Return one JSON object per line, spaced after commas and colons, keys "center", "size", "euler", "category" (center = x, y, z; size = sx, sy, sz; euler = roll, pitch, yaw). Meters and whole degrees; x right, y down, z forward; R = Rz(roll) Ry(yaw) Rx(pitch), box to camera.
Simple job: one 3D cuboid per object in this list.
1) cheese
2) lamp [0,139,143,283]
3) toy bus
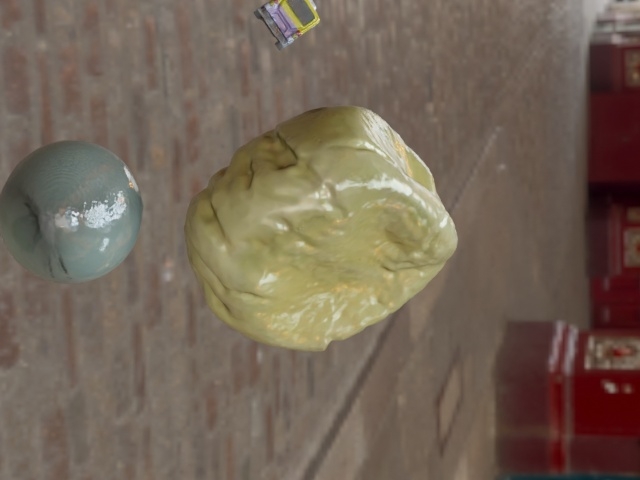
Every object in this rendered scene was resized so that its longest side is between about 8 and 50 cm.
{"center": [0.000, 0.000, 1.040], "size": [0.226, 0.214, 0.117], "euler": [45, 13, -44], "category": "cheese"}
{"center": [-0.180, -0.020, 0.895], "size": [0.105, 0.105, 0.105], "euler": [-1, 90, -74], "category": "lamp"}
{"center": [-0.033, -0.232, 1.277], "size": [0.052, 0.058, 0.102], "euler": [56, 4, -9], "category": "toy bus"}
